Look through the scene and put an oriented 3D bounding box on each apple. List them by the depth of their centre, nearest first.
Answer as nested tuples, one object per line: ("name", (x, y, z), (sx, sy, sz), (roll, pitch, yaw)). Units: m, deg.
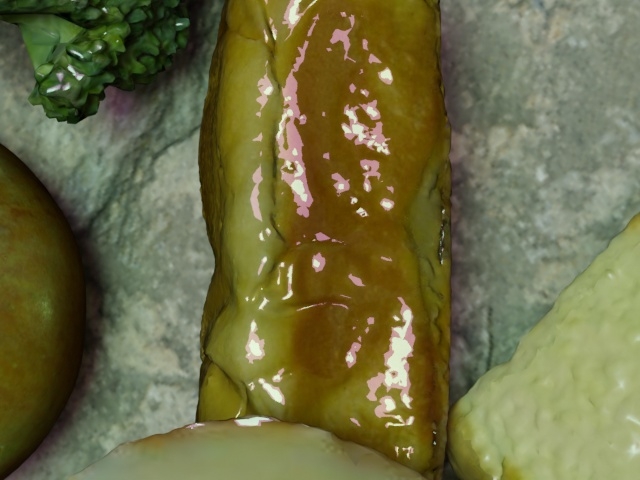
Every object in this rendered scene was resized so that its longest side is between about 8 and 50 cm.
("apple", (-0.245, 0.044, 0.725), (0.237, 0.207, 0.236), (1, 72, -2))

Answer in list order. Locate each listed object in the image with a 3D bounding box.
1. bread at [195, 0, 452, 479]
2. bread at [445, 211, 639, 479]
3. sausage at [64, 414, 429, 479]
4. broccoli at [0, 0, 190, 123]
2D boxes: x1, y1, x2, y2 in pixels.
("bread", (0.000, 0.000, 0.680), (0.132, 0.167, 0.294), (4, 84, -10))
("bread", (0.243, 0.145, 0.553), (0.236, 0.165, 0.375), (-46, 48, 7))
("sausage", (-0.032, 0.254, 0.563), (0.233, 0.287, 0.233), (1, 43, -1))
("broccoli", (-0.186, -0.202, 0.683), (0.235, 0.260, 0.288), (-29, 103, -15))
